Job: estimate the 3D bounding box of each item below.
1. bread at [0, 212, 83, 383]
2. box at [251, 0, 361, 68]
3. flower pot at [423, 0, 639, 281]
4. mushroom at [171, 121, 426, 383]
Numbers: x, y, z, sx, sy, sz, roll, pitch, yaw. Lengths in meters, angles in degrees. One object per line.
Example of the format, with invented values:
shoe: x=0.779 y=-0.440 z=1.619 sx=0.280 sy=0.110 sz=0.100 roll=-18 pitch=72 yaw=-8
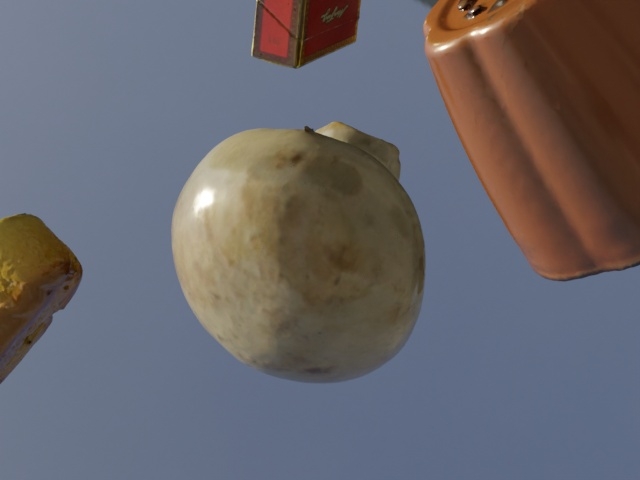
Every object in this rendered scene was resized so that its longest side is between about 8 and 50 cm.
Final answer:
bread: x=-0.321 y=0.087 z=1.159 sx=0.094 sy=0.245 sz=0.102 roll=46 pitch=-170 yaw=17
box: x=-0.006 y=-0.332 z=1.432 sx=0.074 sy=0.240 sz=0.153 roll=16 pitch=-153 yaw=20
flower pot: x=0.162 y=-0.098 z=0.775 sx=0.173 sy=0.190 sz=0.191 roll=51 pitch=-129 yaw=-23
mushroom: x=0.000 y=0.000 z=1.367 sx=0.297 sy=0.297 sz=0.290 roll=51 pitch=-135 yaw=-4
